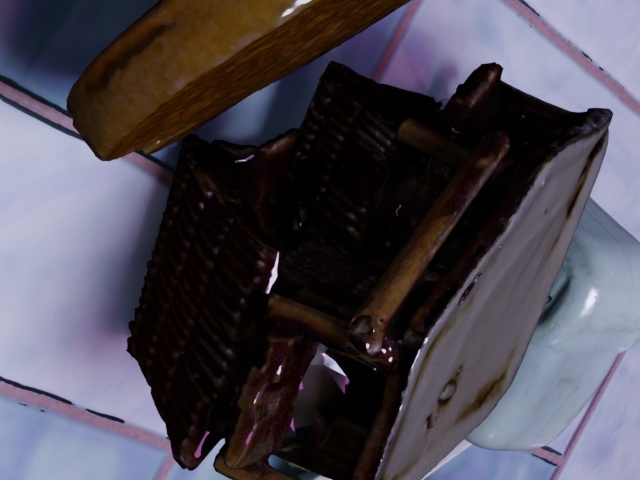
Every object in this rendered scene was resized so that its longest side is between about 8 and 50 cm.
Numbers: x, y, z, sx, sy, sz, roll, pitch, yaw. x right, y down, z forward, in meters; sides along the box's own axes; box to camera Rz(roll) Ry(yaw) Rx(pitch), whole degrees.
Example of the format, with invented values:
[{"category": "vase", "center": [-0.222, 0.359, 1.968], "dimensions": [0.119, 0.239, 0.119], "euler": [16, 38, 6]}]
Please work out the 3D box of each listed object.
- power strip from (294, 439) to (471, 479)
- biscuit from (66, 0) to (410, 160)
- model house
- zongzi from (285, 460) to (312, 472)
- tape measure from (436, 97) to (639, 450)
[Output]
[{"category": "power strip", "center": [0.014, 0.221, 1.267], "dimensions": [0.338, 0.098, 0.058], "euler": [-30, 90, -27]}, {"category": "biscuit", "center": [-0.012, -0.166, 0.961], "dimensions": [0.070, 0.350, 0.394], "euler": [58, 32, -3]}, {"category": "model house", "center": [0.000, 0.000, 1.035], "dimensions": [0.297, 0.282, 0.317], "euler": [-6, 118, -63]}, {"category": "zongzi", "center": [0.007, 0.132, 1.263], "dimensions": [0.113, 0.052, 0.104], "euler": [-29, 121, -44]}, {"category": "tape measure", "center": [0.152, 0.033, 1.213], "dimensions": [0.125, 0.243, 0.246], "euler": [5, 125, -40]}]
